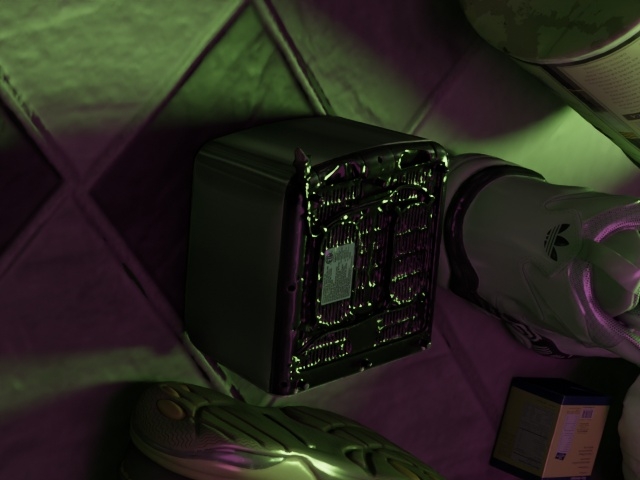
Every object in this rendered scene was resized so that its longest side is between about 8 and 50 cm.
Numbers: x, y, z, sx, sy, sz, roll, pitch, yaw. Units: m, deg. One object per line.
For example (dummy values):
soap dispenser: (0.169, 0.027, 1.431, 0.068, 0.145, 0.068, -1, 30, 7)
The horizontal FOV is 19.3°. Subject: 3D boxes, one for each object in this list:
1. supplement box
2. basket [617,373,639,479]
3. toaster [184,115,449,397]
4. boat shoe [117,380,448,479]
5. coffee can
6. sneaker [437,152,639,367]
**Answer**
supplement box: (0.205, 0.169, 1.664, 0.083, 0.056, 0.083, 7, 100, -50)
basket: (0.479, 0.172, 1.777, 0.331, 0.266, 0.328, -52, 151, -19)
toaster: (0.000, 0.000, 1.314, 0.168, 0.110, 0.186, -16, 117, -45)
boat shoe: (-0.020, 0.199, 1.383, 0.355, 0.132, 0.130, 20, 100, -42)
coffee can: (0.258, -0.179, 1.464, 0.275, 0.201, 0.202, 30, 82, -50)
sneaker: (0.246, 0.043, 1.536, 0.366, 0.210, 0.137, 26, 86, -51)
